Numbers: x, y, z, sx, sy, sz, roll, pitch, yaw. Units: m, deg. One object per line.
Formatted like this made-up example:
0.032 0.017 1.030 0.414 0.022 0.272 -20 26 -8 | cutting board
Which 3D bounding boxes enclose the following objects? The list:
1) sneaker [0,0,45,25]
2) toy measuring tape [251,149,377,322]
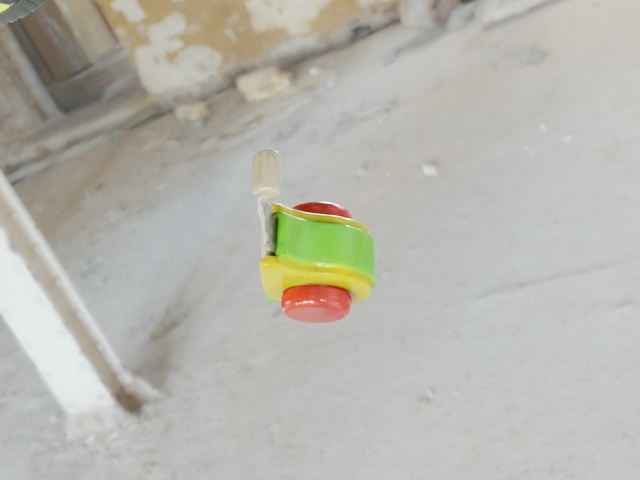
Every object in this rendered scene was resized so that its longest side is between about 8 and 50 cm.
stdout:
-0.332 -0.351 1.190 0.147 0.145 0.385 4 -20 -46 | sneaker
0.000 0.000 1.028 0.121 0.121 0.330 -32 -17 -11 | toy measuring tape
